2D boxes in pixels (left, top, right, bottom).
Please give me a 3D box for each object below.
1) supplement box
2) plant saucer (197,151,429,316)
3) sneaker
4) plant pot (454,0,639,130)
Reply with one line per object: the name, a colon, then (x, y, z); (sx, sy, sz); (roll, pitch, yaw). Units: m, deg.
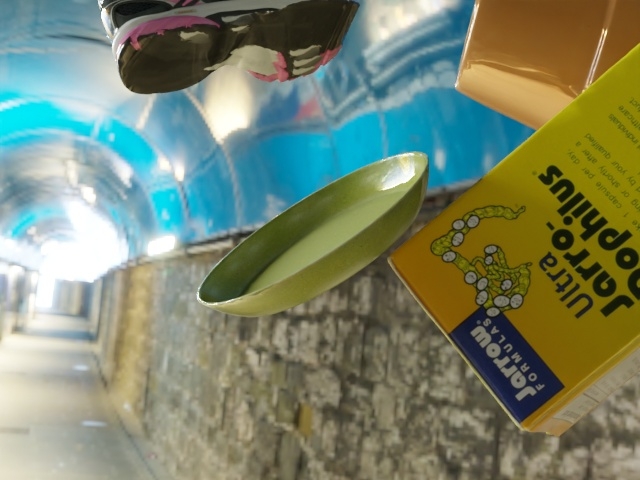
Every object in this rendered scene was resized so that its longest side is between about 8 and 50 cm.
supplement box: (0.272, -0.010, 0.893); (0.356, 0.195, 0.194); (-41, -22, 7)
plant saucer: (0.000, 0.000, 0.897); (0.241, 0.037, 0.241); (-30, 13, 8)
sneaker: (-0.057, -0.149, 0.631); (0.178, 0.077, 0.072); (-12, -31, -38)
plant pot: (0.285, -0.256, 1.216); (0.203, 0.291, 0.291); (14, -4, 4)
